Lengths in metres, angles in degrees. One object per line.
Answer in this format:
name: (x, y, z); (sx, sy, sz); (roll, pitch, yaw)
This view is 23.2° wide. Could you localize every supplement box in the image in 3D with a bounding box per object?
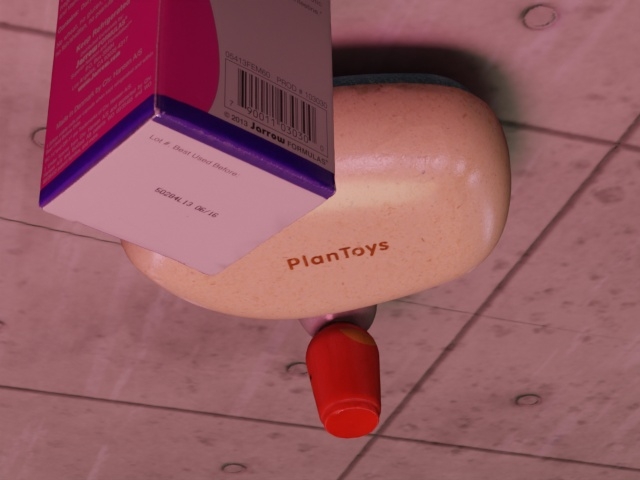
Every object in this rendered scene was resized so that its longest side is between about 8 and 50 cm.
supplement box: (-0.068, -0.111, 0.831); (0.111, 0.220, 0.114); (24, 141, -32)

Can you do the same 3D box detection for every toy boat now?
toy boat: (0.000, 0.000, 1.103); (0.267, 0.148, 0.318); (-8, 140, 1)
